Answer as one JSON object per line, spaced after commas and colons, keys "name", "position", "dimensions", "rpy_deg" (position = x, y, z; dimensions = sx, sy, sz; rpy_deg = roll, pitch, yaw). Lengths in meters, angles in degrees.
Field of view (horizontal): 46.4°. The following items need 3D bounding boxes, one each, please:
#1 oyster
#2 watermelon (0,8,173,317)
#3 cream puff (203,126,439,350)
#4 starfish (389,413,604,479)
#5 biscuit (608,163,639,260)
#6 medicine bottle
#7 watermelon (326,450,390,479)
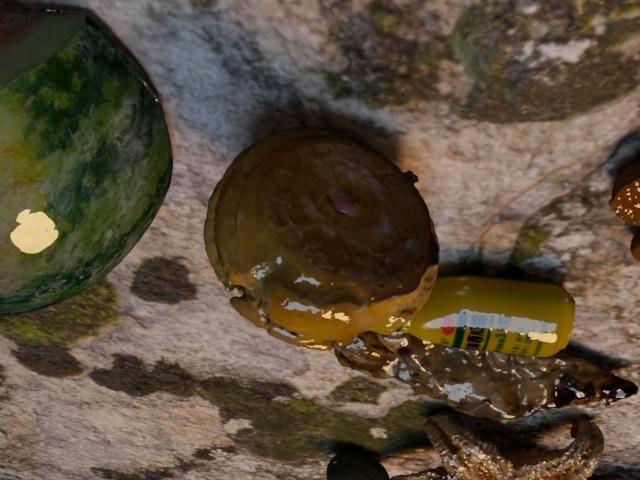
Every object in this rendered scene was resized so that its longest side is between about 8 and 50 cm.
{"name": "oyster", "position": [0.177, 0.141, 0.818], "dimensions": [0.345, 0.078, 0.128], "rpy_deg": [12, 135, 1]}
{"name": "watermelon", "position": [-0.238, -0.038, 0.620], "dimensions": [0.180, 0.224, 0.305], "rpy_deg": [49, 153, 22]}
{"name": "cream puff", "position": [0.000, 0.000, 0.586], "dimensions": [0.189, 0.189, 0.129], "rpy_deg": [22, 146, -16]}
{"name": "starfish", "position": [0.254, 0.335, 1.027], "dimensions": [0.312, 0.113, 0.303], "rpy_deg": [13, 142, 11]}
{"name": "biscuit", "position": [0.321, -0.013, 0.604], "dimensions": [0.205, 0.031, 0.138], "rpy_deg": [23, 146, -20]}
{"name": "medicine bottle", "position": [0.109, 0.067, 0.733], "dimensions": [0.261, 0.064, 0.095], "rpy_deg": [6, 143, 6]}
{"name": "watermelon", "position": [0.055, 0.357, 1.120], "dimensions": [0.111, 0.078, 0.078], "rpy_deg": [31, 138, -24]}
